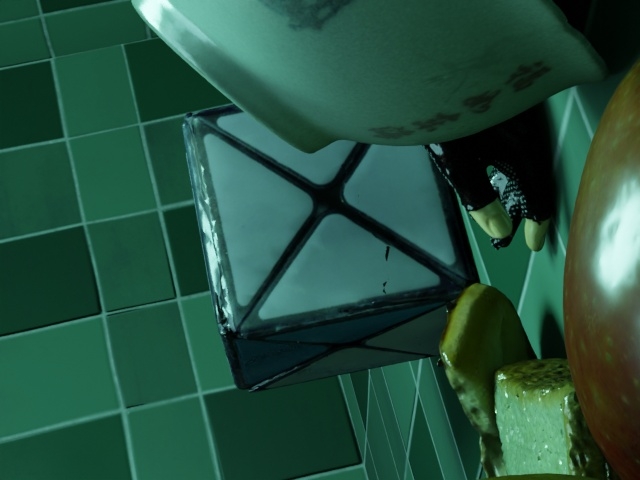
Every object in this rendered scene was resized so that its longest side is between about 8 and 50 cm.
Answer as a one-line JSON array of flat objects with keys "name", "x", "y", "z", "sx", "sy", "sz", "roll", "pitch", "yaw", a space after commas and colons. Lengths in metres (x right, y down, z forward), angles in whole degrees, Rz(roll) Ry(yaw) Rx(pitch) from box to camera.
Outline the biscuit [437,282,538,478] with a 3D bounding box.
[{"name": "biscuit", "x": 0.190, "y": 0.180, "z": 1.504, "sx": 0.154, "sy": 0.045, "sz": 0.299, "roll": -53, "pitch": -53, "yaw": -51}]

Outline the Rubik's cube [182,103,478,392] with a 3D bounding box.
[{"name": "Rubik's cube", "x": 0.000, "y": 0.000, "z": 1.919, "sx": 0.307, "sy": 0.305, "sz": 0.310, "roll": 95, "pitch": 162, "yaw": -72}]

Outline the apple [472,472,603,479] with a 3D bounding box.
[{"name": "apple", "x": 0.142, "y": 0.350, "z": 0.984, "sx": 0.400, "sy": 0.333, "sz": 0.400, "roll": 24, "pitch": 118, "yaw": 55}]

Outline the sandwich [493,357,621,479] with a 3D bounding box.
[{"name": "sandwich", "x": 0.225, "y": 0.227, "z": 1.291, "sx": 0.288, "sy": 0.099, "sz": 0.254, "roll": -176, "pitch": 75, "yaw": -83}]

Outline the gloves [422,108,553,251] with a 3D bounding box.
[{"name": "gloves", "x": 0.164, "y": -0.071, "z": 1.388, "sx": 0.181, "sy": 0.106, "sz": 0.129, "roll": 50, "pitch": -176, "yaw": -19}]

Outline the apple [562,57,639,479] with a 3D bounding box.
[{"name": "apple", "x": 0.198, "y": 0.009, "z": 0.606, "sx": 0.230, "sy": 0.230, "sz": 0.230, "roll": 168, "pitch": 90, "yaw": -84}]

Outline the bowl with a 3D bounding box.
[{"name": "bowl", "x": -0.011, "y": -0.193, "z": 1.140, "sx": 0.435, "sy": 0.196, "sz": 0.435, "roll": 40, "pitch": -172, "yaw": -7}]
